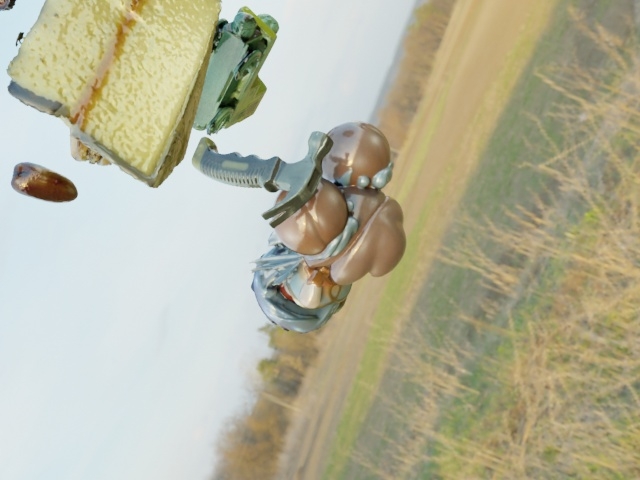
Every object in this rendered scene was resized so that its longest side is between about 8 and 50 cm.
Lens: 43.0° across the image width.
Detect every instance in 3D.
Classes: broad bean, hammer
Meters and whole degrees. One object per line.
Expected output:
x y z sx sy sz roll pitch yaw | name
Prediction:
-0.692 -0.139 2.044 0.165 0.114 0.084 25 -101 -48 | broad bean
-0.103 -0.108 1.250 0.158 0.226 0.041 -64 -32 -19 | hammer

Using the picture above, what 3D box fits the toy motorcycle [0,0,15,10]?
-0.696 -0.556 1.663 0.080 0.215 0.122 -21 -44 -53 | toy motorcycle

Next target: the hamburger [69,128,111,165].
-0.476 -0.251 1.747 0.191 0.118 0.182 -153 66 -67 | hamburger

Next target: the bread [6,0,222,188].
-0.350 -0.364 1.462 0.242 0.346 0.405 -64 -2 -73 | bread

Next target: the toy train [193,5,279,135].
-0.203 -0.414 1.954 0.237 0.150 0.369 -40 -7 -42 | toy train

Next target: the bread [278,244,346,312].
0.000 0.000 2.022 0.251 0.208 0.376 136 146 -86 | bread

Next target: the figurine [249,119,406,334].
0.011 -0.007 1.453 0.276 0.248 0.388 -57 9 -33 | figurine
